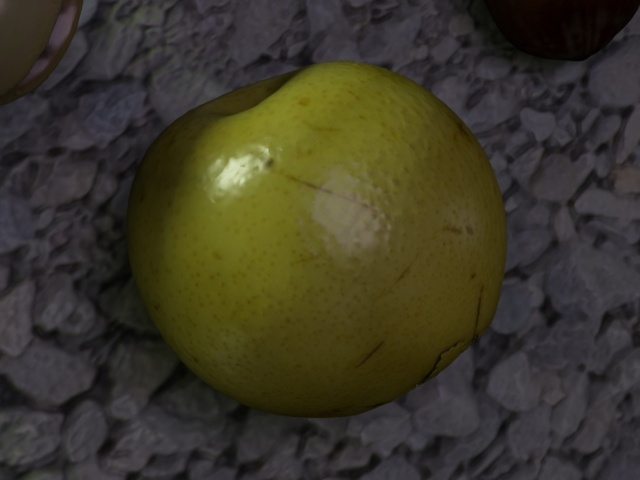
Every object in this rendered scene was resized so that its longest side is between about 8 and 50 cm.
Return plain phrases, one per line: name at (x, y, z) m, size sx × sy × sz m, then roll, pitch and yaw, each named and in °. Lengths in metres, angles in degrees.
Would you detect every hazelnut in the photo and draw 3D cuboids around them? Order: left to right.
hazelnut at (0.261, -0.302, 1.861) m, size 0.212 × 0.181 × 0.181 m, roll -24°, pitch 61°, yaw -28°

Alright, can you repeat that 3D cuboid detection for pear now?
pear at (0.000, 0.000, 1.577) m, size 0.348 × 0.348 × 0.348 m, roll 5°, pitch 76°, yaw -23°

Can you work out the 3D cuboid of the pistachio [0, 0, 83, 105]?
pistachio at (-0.370, -0.257, 1.465) m, size 0.365 × 0.281 × 0.445 m, roll 29°, pitch 95°, yaw 9°
